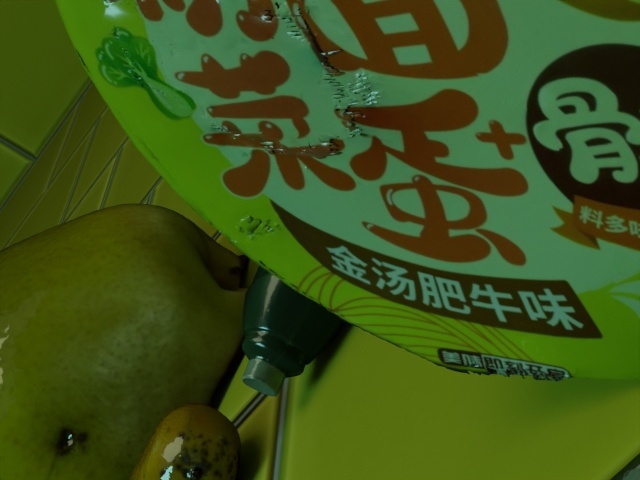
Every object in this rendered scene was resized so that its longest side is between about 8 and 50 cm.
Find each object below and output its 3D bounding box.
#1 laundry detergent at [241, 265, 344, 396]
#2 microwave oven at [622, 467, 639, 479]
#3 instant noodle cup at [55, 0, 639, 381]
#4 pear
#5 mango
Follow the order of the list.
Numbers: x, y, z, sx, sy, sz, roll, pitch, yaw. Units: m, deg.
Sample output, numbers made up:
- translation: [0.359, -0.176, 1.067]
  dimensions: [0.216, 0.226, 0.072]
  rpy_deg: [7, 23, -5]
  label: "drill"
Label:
- translation: [0.000, 0.000, 0.934]
  dimensions: [0.137, 0.063, 0.211]
  rpy_deg: [-28, 36, 63]
  label: "laundry detergent"
- translation: [0.131, 0.115, 0.227]
  dimensions: [0.205, 0.129, 0.163]
  rpy_deg: [-26, 34, 61]
  label: "microwave oven"
- translation: [0.079, -0.125, 0.581]
  dimensions: [0.311, 0.311, 0.221]
  rpy_deg: [-34, 18, 54]
  label: "instant noodle cup"
- translation: [-0.231, 0.129, 1.130]
  dimensions: [0.386, 0.191, 0.340]
  rpy_deg: [-56, 17, 7]
  label: "pear"
- translation: [-0.086, 0.142, 0.928]
  dimensions: [0.114, 0.057, 0.079]
  rpy_deg: [-38, 32, 56]
  label: "mango"
